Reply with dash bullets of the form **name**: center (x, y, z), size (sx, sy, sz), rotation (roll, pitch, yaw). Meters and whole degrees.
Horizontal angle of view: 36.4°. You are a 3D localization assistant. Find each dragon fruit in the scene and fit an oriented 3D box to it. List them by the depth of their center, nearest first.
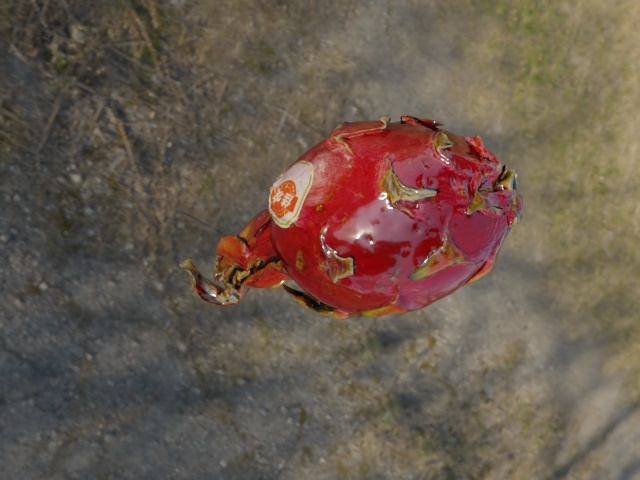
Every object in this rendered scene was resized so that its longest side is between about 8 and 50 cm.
- **dragon fruit**: center (0.000, 0.000, 0.463), size (0.094, 0.191, 0.094), rotation (33, 48, -47)
